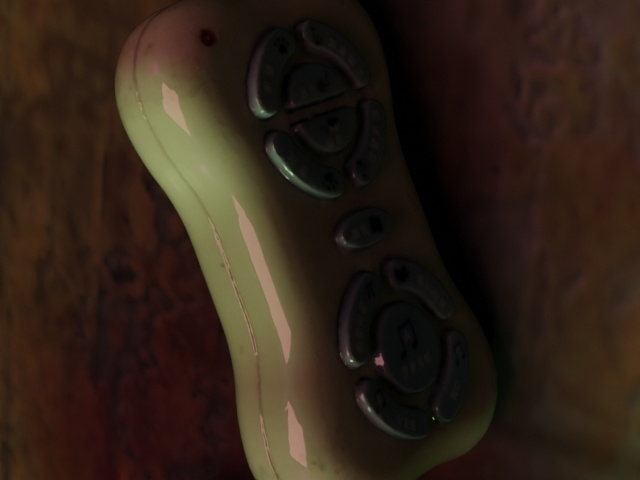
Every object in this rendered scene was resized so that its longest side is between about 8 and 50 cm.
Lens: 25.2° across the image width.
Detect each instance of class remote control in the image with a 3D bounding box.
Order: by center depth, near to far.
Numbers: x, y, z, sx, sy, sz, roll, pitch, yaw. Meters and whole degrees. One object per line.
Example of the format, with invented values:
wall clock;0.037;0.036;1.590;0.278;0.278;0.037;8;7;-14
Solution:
remote control;0.000;0.000;0.330;0.032;0.074;0.122;-17;96;44
